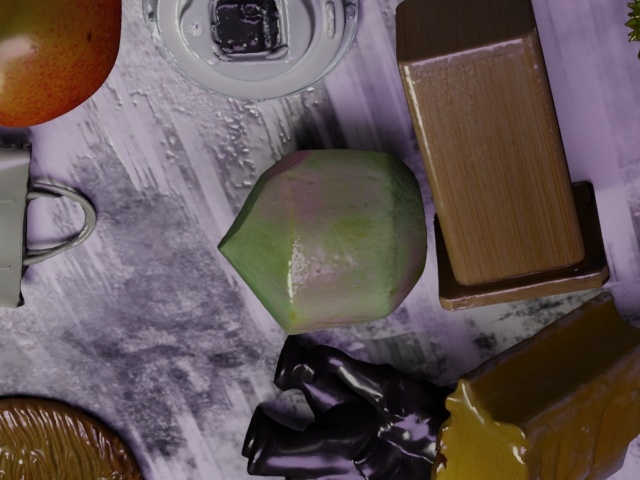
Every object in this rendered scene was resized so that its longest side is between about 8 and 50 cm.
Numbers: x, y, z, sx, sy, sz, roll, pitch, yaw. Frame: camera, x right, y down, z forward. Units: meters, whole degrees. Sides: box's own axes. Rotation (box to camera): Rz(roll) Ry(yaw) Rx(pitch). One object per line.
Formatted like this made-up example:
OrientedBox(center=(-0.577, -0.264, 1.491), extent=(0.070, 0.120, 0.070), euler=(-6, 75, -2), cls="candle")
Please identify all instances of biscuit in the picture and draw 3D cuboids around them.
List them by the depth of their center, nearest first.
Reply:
OrientedBox(center=(-0.393, 0.335, 2.214), extent=(0.317, 0.040, 0.318), euler=(1, 127, 1), cls="biscuit")

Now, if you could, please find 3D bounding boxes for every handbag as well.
OrientedBox(center=(-0.421, -0.016, 1.908), extent=(0.315, 0.109, 0.241), euler=(6, 128, -8), cls="handbag")

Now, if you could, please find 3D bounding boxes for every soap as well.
OrientedBox(center=(0.269, 0.229, 1.968), extent=(0.143, 0.281, 0.259), euler=(33, 136, 31), cls="soap")

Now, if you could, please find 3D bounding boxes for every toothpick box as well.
OrientedBox(center=(0.187, -0.108, 1.774), extent=(0.190, 0.187, 0.308), euler=(-11, 123, 11), cls="toothpick box")

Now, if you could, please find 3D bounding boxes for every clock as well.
OrientedBox(center=(-0.075, -0.239, 1.755), extent=(0.236, 0.053, 0.236), euler=(0, 128, 0), cls="clock")

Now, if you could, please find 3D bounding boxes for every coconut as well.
OrientedBox(center=(0.000, 0.000, 1.845), extent=(0.235, 0.236, 0.205), euler=(-5, 83, -1), cls="coconut")

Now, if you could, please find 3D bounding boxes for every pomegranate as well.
OrientedBox(center=(-0.311, -0.228, 1.650), extent=(0.220, 0.256, 0.221), euler=(-2, 84, 17), cls="pomegranate")

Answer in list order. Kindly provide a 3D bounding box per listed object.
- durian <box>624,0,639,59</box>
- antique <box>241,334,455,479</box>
OrientedBox(center=(0.438, -0.225, 1.641), extent=(0.291, 0.225, 0.291), euler=(2, 122, 4), cls="durian")
OrientedBox(center=(0.035, 0.272, 2.071), extent=(0.255, 0.185, 0.322), euler=(18, 127, -3), cls="antique")
